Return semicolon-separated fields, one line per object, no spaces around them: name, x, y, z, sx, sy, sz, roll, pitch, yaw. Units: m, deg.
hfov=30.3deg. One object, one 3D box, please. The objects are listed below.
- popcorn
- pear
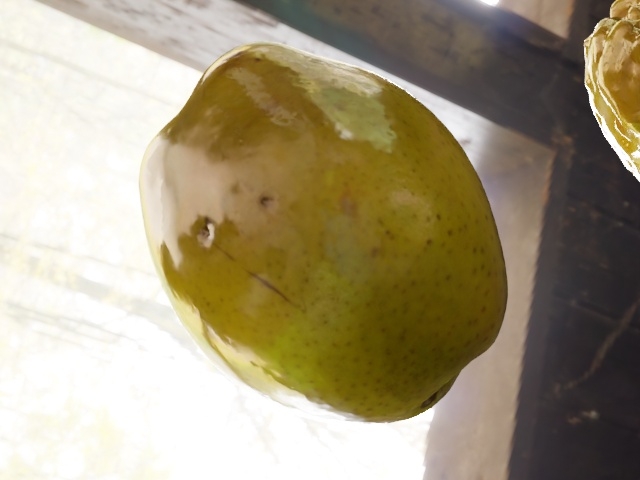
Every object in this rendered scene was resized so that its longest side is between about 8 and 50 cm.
popcorn;0.303;-0.102;0.847;0.190;0.253;0.191;-28;172;9
pear;0.000;0.000;1.237;0.362;0.418;0.362;-43;176;-4
